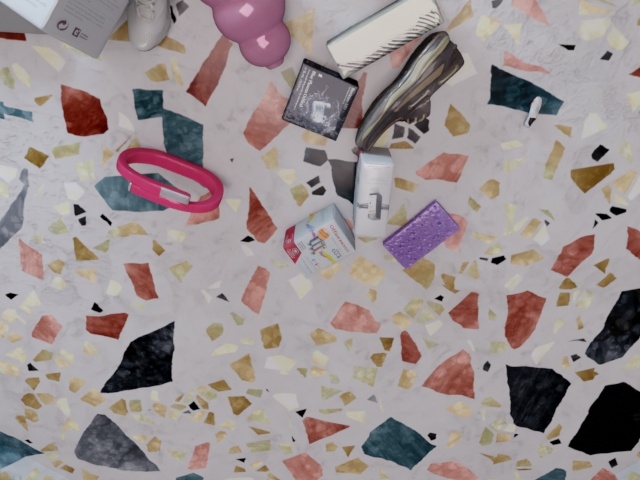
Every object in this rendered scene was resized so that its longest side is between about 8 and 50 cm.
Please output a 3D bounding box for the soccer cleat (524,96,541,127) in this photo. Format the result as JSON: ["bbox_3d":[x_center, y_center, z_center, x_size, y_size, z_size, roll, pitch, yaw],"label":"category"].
[{"bbox_3d":[0.575,-0.343,1.353,0.029,0.035,0.083,15,116,-5],"label":"soccer cleat"}]

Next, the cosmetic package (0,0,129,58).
[{"bbox_3d":[-0.492,-0.657,1.063,0.230,0.161,0.453,36,99,15],"label":"cosmetic package"}]

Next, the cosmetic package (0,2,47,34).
[{"bbox_3d":[-0.784,-0.586,1.221,0.238,0.107,0.127,5,146,3],"label":"cosmetic package"}]

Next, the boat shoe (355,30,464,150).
[{"bbox_3d":[0.232,-0.362,1.303,0.130,0.132,0.355,35,113,-14],"label":"boat shoe"}]

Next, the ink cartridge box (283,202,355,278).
[{"bbox_3d":[0.000,0.000,1.489,0.176,0.127,0.128,-30,111,14],"label":"ink cartridge box"}]

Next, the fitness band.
[{"bbox_3d":[-0.408,-0.166,1.375,0.290,0.209,0.054,23,118,-8],"label":"fitness band"}]

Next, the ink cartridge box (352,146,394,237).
[{"bbox_3d":[0.143,-0.135,1.401,0.092,0.158,0.218,5,117,-1],"label":"ink cartridge box"}]

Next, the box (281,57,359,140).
[{"bbox_3d":[-0.001,-0.371,1.327,0.158,0.093,0.156,20,115,-9],"label":"box"}]

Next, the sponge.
[{"bbox_3d":[0.303,-0.015,1.526,0.210,0.031,0.117,-40,108,19],"label":"sponge"}]

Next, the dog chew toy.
[{"bbox_3d":[-0.178,-0.567,1.187,0.206,0.207,0.332,-21,122,12],"label":"dog chew toy"}]

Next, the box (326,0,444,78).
[{"bbox_3d":[0.154,-0.514,1.243,0.275,0.113,0.094,-26,114,15],"label":"box"}]

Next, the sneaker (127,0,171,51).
[{"bbox_3d":[-0.411,-0.602,1.207,0.111,0.129,0.297,19,116,-10],"label":"sneaker"}]
